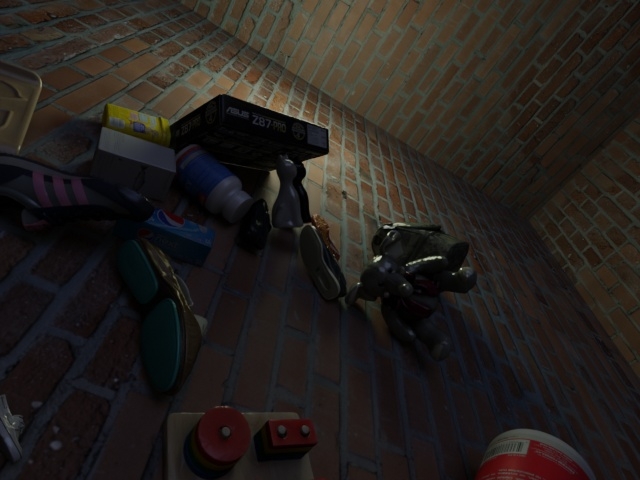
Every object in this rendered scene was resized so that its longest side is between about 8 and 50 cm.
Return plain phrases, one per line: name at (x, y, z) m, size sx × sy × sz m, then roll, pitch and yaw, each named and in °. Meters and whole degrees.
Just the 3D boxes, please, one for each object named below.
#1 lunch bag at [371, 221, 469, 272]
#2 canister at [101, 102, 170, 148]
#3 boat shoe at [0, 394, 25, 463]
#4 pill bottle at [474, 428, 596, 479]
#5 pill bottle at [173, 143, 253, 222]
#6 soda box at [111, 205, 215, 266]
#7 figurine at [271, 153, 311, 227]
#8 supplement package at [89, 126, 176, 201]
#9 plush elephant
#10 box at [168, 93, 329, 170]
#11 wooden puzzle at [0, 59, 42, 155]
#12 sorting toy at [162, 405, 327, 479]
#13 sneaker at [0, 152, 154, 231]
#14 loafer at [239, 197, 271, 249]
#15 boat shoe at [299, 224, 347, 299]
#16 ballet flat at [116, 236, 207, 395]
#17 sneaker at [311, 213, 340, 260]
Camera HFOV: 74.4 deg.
lunch bag at (0.340, 0.039, 1.468) m, size 0.255 × 0.213 × 0.305 m, roll 32°, pitch 18°, yaw 29°
canister at (-0.532, -0.324, 1.217) m, size 0.169 × 0.073 × 0.126 m, roll 10°, pitch 39°, yaw -36°
boat shoe at (-0.421, 0.251, 0.570) m, size 0.100 × 0.035 × 0.035 m, roll 41°, pitch 33°, yaw 22°
pill bottle at (0.371, 0.552, 0.765) m, size 0.229 × 0.229 × 0.407 m, roll 46°, pitch 32°, yaw 17°
pill bottle at (-0.298, -0.153, 1.167) m, size 0.221 × 0.124 × 0.124 m, roll 40°, pitch 30°, yaw 9°
soda box at (-0.356, -0.018, 0.971) m, size 0.209 × 0.071 × 0.067 m, roll 23°, pitch 33°, yaw -21°
figurine at (-0.088, -0.149, 1.248) m, size 0.092 × 0.210 × 0.215 m, roll 0°, pitch 7°, yaw 9°
supplement package at (-0.470, -0.189, 1.060) m, size 0.179 × 0.105 × 0.105 m, roll 14°, pitch 36°, yaw -32°
plush elephant at (0.226, 0.130, 1.185) m, size 0.255 × 0.272 × 0.329 m, roll 27°, pitch 0°, yaw -41°
box at (-0.218, -0.311, 1.307) m, size 0.394 × 0.318 × 0.097 m, roll 3°, pitch 82°, yaw -43°
wooden puzzle at (-0.815, -0.305, 0.907) m, size 0.321 × 0.081 × 0.348 m, roll 14°, pitch 42°, yaw -33°
sorting toy at (-0.103, 0.381, 0.657) m, size 0.255 × 0.089 × 0.257 m, roll 15°, pitch 37°, yaw -32°
sneaker at (-0.495, -0.063, 0.822) m, size 0.318 × 0.112 × 0.131 m, roll 13°, pitch 64°, yaw -2°
loafer at (-0.179, -0.048, 1.204) m, size 0.078 × 0.076 × 0.223 m, roll 48°, pitch 19°, yaw -25°
boat shoe at (0.007, 0.061, 1.212) m, size 0.079 × 0.084 × 0.233 m, roll 0°, pitch 58°, yaw -50°
ballet flat at (-0.291, 0.135, 0.814) m, size 0.342 × 0.116 × 0.124 m, roll 52°, pitch 14°, yaw 32°
sneaker at (0.000, 0.000, 1.295) m, size 0.064 × 0.067 × 0.175 m, roll 5°, pitch 60°, yaw -44°
